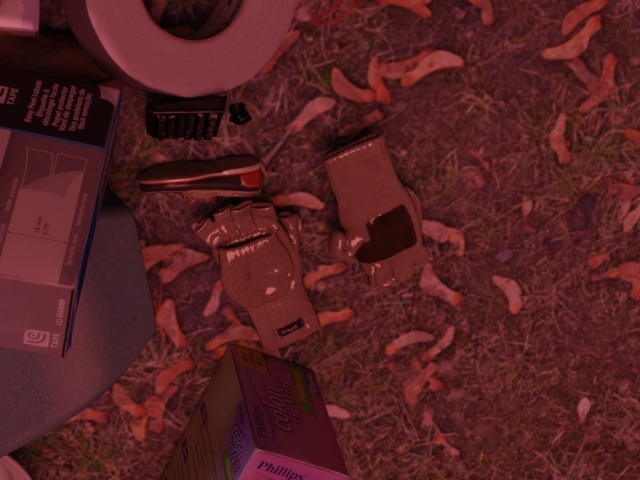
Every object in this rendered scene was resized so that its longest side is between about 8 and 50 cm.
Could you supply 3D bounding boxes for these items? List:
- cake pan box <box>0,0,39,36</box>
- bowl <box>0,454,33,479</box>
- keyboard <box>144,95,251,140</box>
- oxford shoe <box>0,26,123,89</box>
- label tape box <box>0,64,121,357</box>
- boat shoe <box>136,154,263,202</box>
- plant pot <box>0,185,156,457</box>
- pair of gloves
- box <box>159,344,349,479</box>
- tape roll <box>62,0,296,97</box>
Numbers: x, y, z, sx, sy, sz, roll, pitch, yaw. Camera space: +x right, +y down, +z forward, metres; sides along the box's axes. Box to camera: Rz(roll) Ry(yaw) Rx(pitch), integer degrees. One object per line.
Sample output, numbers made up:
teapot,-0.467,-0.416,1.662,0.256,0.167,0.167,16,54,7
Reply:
cake pan box,-0.368,-0.321,1.223,0.245,0.070,0.267,3,91,-15
bowl,-0.470,0.293,1.521,0.297,0.134,0.298,-14,126,-19
keyboard,-0.121,-0.120,1.378,0.108,0.180,0.023,-8,89,-7
oxford shoe,-0.353,-0.209,1.307,0.348,0.123,0.130,7,110,-17
label tape box,-0.359,-0.049,1.188,0.333,0.241,0.106,11,139,-7
boat shoe,-0.129,-0.062,1.475,0.137,0.049,0.043,-8,121,-14
plant pot,-0.313,0.043,1.387,0.252,0.248,0.247,-21,121,-20
pair of gloves,0.000,0.000,1.525,0.240,0.042,0.204,-30,129,1
box,-0.089,0.285,1.570,0.117,0.213,0.243,19,111,-21
tape roll,-0.134,-0.248,1.313,0.219,0.072,0.219,-4,99,-27
